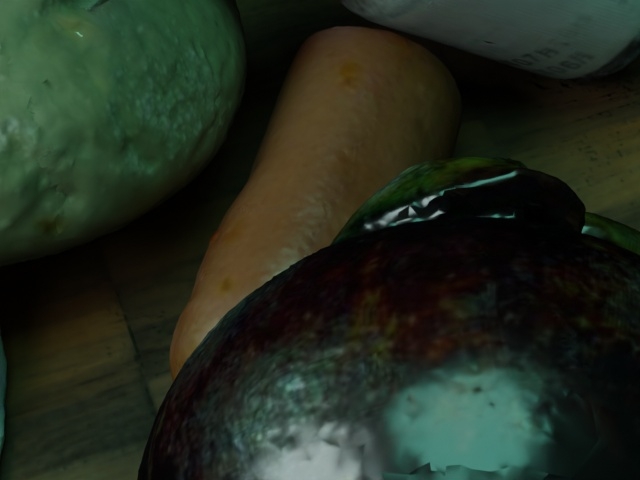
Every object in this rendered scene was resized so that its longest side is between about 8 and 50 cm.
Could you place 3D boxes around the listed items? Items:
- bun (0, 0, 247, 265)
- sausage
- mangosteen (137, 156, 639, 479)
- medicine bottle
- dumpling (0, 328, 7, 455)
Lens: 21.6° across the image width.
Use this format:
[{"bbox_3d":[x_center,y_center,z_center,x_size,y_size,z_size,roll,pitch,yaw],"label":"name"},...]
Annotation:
[{"bbox_3d":[-0.221,-0.140,0.947,0.365,0.219,0.365,0,36,0],"label":"bun"},{"bbox_3d":[0.000,0.000,0.942,0.114,0.113,0.259,14,57,12],"label":"sausage"},{"bbox_3d":[0.075,0.128,0.742,0.330,0.330,0.330,-2,56,2],"label":"mangosteen"},{"bbox_3d":[0.071,-0.200,0.974,0.273,0.165,0.165,14,50,-29],"label":"medicine bottle"},{"bbox_3d":[-0.249,0.090,0.910,0.105,0.149,0.217,-2,24,46],"label":"dumpling"}]
